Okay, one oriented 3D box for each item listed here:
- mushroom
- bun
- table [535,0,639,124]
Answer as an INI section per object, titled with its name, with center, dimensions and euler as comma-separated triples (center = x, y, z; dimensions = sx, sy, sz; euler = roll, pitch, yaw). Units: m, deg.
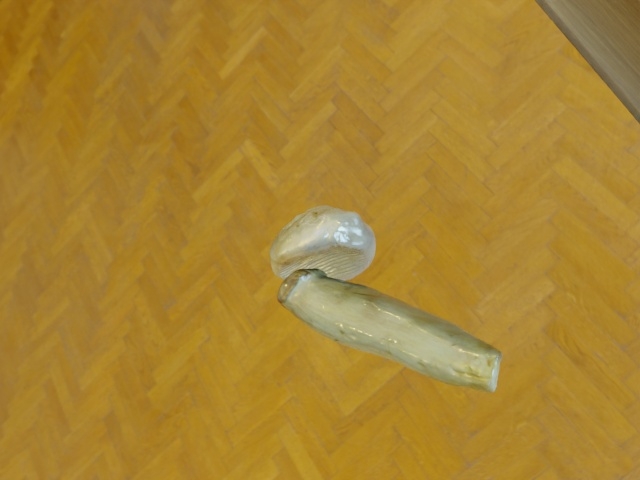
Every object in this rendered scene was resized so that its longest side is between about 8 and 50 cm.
[mushroom]
center = 0.084, 0.113, 0.787
dimensions = 0.333, 0.107, 0.088
euler = 17, 102, 34
[bun]
center = 0.000, 0.000, 0.965
dimensions = 0.183, 0.183, 0.102
euler = -20, 62, 22
[table]
center = 0.258, -0.137, 0.422
dimensions = 0.167, 0.167, 0.227
euler = -35, 74, 14
